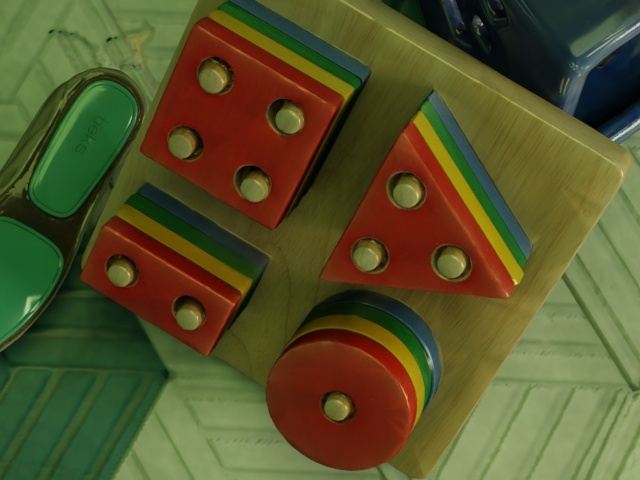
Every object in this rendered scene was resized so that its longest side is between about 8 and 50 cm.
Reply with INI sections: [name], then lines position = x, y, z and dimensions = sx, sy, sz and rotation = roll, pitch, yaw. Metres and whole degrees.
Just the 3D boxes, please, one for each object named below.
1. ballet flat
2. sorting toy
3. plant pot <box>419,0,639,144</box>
[ballet flat]
position = -0.180, -0.013, 1.138
dimensions = 0.072, 0.068, 0.213
rotation = 36, 79, -18
[sorting toy]
position = 0.000, 0.000, 1.050
dimensions = 0.255, 0.257, 0.089
rotation = 31, 33, 4
[plant pot]
position = 0.164, -0.197, 1.121
dimensions = 0.236, 0.236, 0.212
rotation = -35, 76, -10
